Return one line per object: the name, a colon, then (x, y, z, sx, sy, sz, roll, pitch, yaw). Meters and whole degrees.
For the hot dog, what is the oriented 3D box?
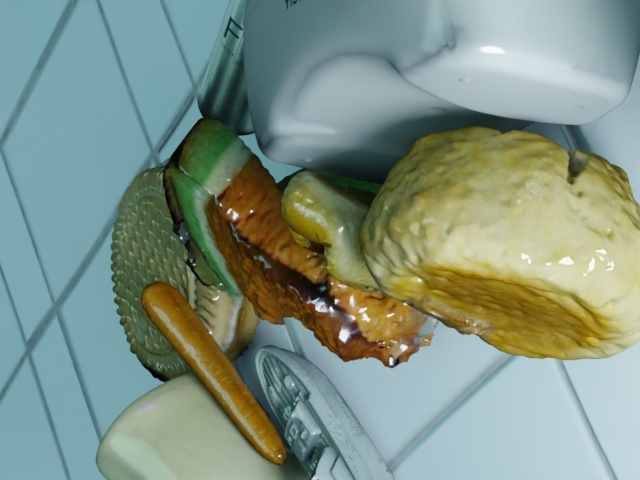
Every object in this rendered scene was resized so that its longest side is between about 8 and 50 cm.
hot dog: (0.050, 0.003, 1.607, 0.084, 0.242, 0.073, 42, 105, 32)

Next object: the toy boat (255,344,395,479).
toy boat: (-0.001, 0.197, 1.874, 0.260, 0.085, 0.078, 56, 140, 37)

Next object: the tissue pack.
tissue pack: (0.091, -0.191, 1.504, 0.333, 0.229, 0.236, -23, 61, 55)

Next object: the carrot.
carrot: (-0.108, 0.134, 1.956, 0.248, 0.043, 0.043, 51, 138, 23)

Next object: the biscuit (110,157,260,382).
biscuit: (-0.148, 0.031, 2.082, 0.259, 0.079, 0.259, 17, 111, 55)

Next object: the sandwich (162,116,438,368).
sandwich: (0.000, 0.000, 1.780, 0.301, 0.162, 0.250, 36, 163, 29)

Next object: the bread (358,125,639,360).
bread: (0.150, -0.001, 1.477, 0.244, 0.244, 0.134, -16, 57, 58)

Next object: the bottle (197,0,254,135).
bottle: (-0.048, -0.212, 1.880, 0.096, 0.079, 0.253, 30, 130, 10)

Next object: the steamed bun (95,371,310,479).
steamed bun: (-0.103, 0.246, 2.003, 0.225, 0.170, 0.200, 39, 167, 21)
